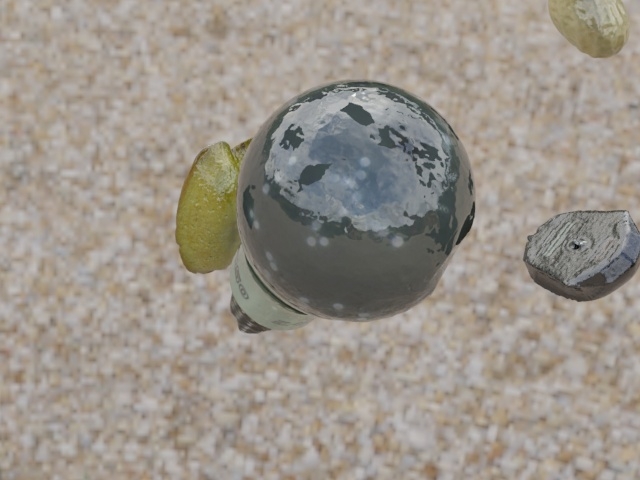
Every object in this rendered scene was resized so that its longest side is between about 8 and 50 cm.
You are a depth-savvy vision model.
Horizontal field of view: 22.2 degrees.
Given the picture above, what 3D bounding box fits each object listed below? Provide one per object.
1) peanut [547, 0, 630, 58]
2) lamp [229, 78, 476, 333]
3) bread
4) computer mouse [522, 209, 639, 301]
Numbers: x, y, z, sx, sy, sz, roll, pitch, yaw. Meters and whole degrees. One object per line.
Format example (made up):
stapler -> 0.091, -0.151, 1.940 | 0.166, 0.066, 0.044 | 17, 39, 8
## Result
peanut -> 0.275, -0.282, 1.751 | 0.082, 0.187, 0.082 | -21, 20, 8
lamp -> -0.001, 0.011, 1.269 | 0.182, 0.314, 0.182 | 17, 45, -18
bread -> -0.088, -0.033, 1.819 | 0.149, 0.187, 0.065 | -24, 48, -39
computer mouse -> 0.267, 0.016, 1.624 | 0.099, 0.057, 0.172 | -53, 26, -10
